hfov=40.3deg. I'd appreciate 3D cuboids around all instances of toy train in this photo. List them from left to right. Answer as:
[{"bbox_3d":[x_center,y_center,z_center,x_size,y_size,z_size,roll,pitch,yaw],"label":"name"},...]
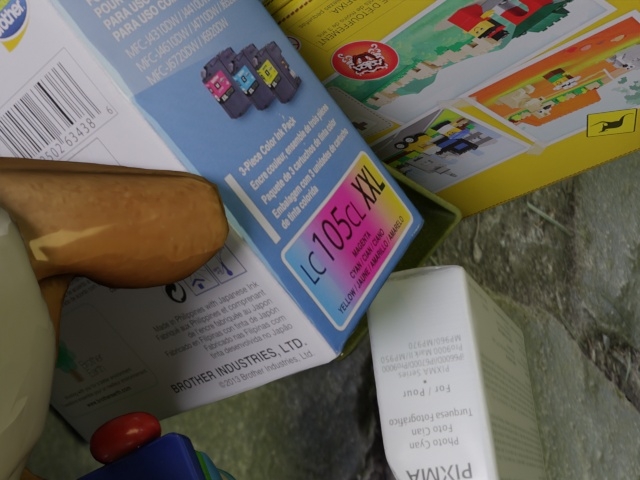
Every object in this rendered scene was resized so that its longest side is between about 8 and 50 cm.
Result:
[{"bbox_3d":[-0.168,0.207,0.546,0.105,0.248,0.143,63,1,20],"label":"toy train"}]

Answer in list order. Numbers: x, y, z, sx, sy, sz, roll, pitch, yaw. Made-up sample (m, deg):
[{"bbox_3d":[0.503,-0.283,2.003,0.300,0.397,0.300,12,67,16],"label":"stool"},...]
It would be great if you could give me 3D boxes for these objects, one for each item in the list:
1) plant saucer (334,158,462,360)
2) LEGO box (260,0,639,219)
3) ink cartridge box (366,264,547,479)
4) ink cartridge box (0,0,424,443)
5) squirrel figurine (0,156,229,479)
[{"bbox_3d":[0.000,0.000,0.774,0.188,0.188,0.045,27,19,-34],"label":"plant saucer"},{"bbox_3d":[0.125,-0.199,0.718,0.372,0.500,0.193,20,60,-38],"label":"LEGO box"},{"bbox_3d":[0.142,0.242,0.760,0.308,0.091,0.385,37,46,-64],"label":"ink cartridge box"},{"bbox_3d":[-0.165,-0.080,0.550,0.395,0.270,0.151,51,42,-16],"label":"ink cartridge box"},{"bbox_3d":[-0.253,0.155,0.364,0.281,0.396,0.371,-52,147,-75],"label":"squirrel figurine"}]
